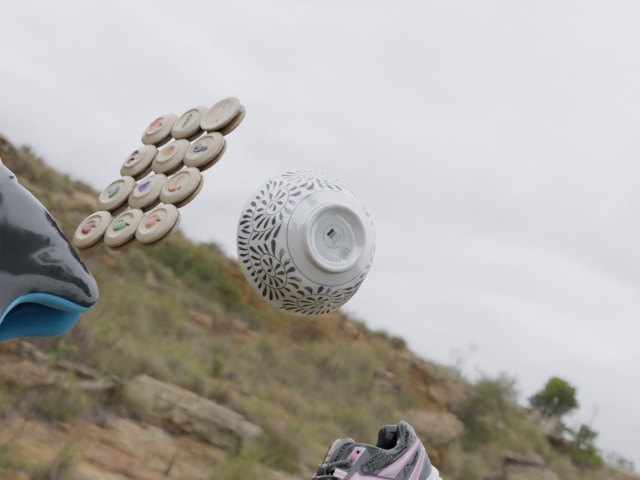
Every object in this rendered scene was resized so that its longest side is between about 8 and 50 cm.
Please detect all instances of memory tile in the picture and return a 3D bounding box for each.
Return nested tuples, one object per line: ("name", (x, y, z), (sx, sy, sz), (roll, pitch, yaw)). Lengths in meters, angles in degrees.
("memory tile", (-0.124, -0.051, 0.798), (0.113, 0.148, 0.012), (-3, -42, 40))

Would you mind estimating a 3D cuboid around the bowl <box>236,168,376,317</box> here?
("bowl", (0.000, 0.000, 1.136), (0.170, 0.170, 0.080), (29, -15, -20))

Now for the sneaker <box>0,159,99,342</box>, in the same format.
("sneaker", (-0.253, 0.076, 0.520), (0.139, 0.341, 0.125), (47, -37, -6))

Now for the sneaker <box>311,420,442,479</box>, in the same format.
("sneaker", (0.015, 0.193, 0.790), (0.178, 0.077, 0.072), (-20, -1, -43))
